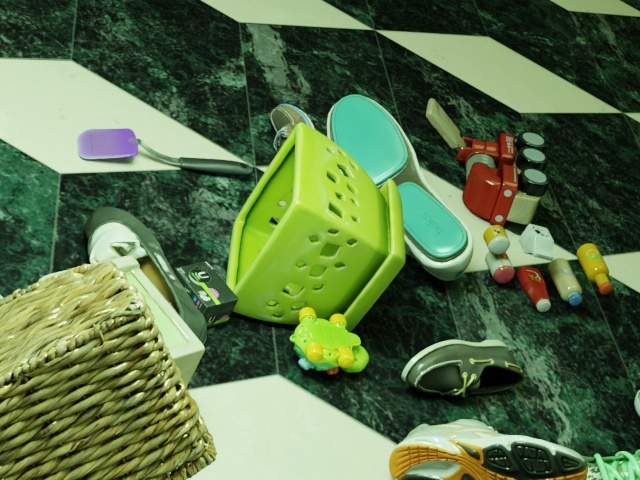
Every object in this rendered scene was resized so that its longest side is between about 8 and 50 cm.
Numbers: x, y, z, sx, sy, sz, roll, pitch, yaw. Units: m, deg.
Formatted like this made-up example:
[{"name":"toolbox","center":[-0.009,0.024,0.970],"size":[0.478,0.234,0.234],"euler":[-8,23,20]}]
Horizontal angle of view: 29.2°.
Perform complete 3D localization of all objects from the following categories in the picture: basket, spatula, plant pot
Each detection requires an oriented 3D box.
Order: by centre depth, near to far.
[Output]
[{"name":"basket","center":[-0.305,0.190,1.357],"size":[0.299,0.223,0.213],"euler":[-29,26,-15]},{"name":"plant pot","center":[0.000,0.000,1.841],"size":[0.207,0.228,0.227],"euler":[25,33,-18]},{"name":"spatula","center":[-0.250,-0.139,2.011],"size":[0.296,0.030,0.084],"euler":[11,35,-24]}]

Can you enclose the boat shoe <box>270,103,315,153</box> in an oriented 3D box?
[{"name":"boat shoe","center":[-0.044,-0.176,2.174],"size":[0.066,0.066,0.183],"euler":[-8,48,-40]}]

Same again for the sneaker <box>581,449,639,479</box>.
[{"name":"sneaker","center":[0.456,0.339,1.743],"size":[0.410,0.182,0.158],"euler":[12,36,-19]}]

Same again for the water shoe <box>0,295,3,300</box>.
[{"name":"water shoe","center":[-0.493,0.095,1.513],"size":[0.203,0.073,0.080],"euler":[0,9,-26]}]

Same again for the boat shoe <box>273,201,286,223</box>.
[{"name":"boat shoe","center":[-0.001,-0.027,2.013],"size":[0.170,0.059,0.063],"euler":[30,34,2]}]

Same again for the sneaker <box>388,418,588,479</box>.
[{"name":"sneaker","center":[0.231,0.284,1.665],"size":[0.262,0.099,0.121],"euler":[4,21,16]}]

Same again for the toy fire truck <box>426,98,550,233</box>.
[{"name":"toy fire truck","center":[0.304,-0.151,2.334],"size":[0.246,0.158,0.217],"euler":[13,35,-1]}]

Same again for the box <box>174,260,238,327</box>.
[{"name":"box","center":[-0.171,0.079,1.759],"size":[0.062,0.052,0.083],"euler":[-13,50,-44]}]

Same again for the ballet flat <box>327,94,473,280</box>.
[{"name":"ballet flat","center":[0.131,-0.081,2.130],"size":[0.139,0.139,0.400],"euler":[-5,49,-40]}]

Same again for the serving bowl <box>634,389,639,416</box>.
[{"name":"serving bowl","center":[0.552,0.284,2.024],"size":[0.083,0.027,0.083],"euler":[20,34,-14]}]

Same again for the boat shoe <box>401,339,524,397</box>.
[{"name":"boat shoe","center":[0.220,0.198,1.853],"size":[0.228,0.081,0.068],"euler":[-3,41,-42]}]

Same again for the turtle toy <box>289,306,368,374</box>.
[{"name":"turtle toy","center":[0.014,0.156,1.775],"size":[0.130,0.066,0.095],"euler":[14,38,-22]}]

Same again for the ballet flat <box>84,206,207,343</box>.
[{"name":"ballet flat","center":[-0.254,0.043,1.693],"size":[0.280,0.095,0.096],"euler":[46,7,26]}]

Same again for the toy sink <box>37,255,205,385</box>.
[{"name":"toy sink","center":[-0.286,0.111,1.562],"size":[0.153,0.131,0.234],"euler":[-13,51,-45]}]

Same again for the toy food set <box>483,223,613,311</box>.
[{"name":"toy food set","center":[0.386,0.054,2.135],"size":[0.232,0.111,0.104],"euler":[14,36,-25]}]
